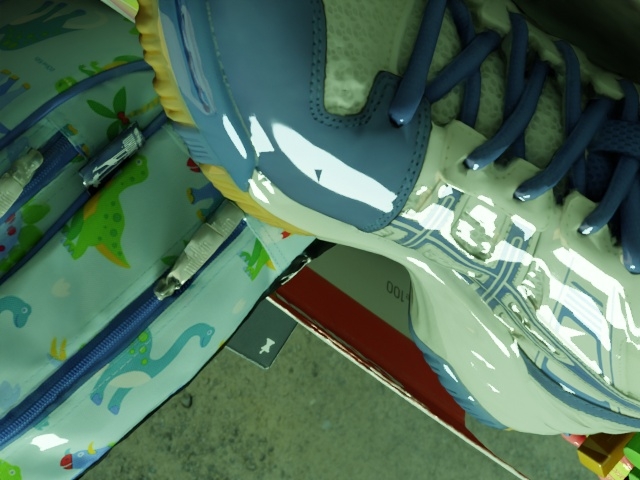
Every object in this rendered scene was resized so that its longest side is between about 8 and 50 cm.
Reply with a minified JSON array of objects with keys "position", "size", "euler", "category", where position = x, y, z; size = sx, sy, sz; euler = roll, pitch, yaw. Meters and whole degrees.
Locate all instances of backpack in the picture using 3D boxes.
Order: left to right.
[{"position":[-0.167,0.005,0.946],"size":[0.273,0.355,0.290],"euler":[37,177,-36],"category":"backpack"}]

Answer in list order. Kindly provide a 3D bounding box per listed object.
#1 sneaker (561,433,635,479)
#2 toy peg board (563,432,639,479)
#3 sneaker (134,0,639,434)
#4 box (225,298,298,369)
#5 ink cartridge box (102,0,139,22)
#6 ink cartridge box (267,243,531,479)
[{"position":[0.216,0.120,1.128],"size":[0.081,0.094,0.208],"euler":[37,175,-15],"category":"sneaker"},{"position":[0.164,0.091,0.977],"size":[0.160,0.079,0.161],"euler":[32,160,35],"category":"toy peg board"},{"position":[0.065,-0.030,0.534],"size":[0.131,0.112,0.296],"euler":[3,155,36],"category":"sneaker"},{"position":[-0.172,-0.054,1.747],"size":[0.294,0.183,0.296],"euler":[33,179,43],"category":"box"},{"position":[-0.043,-0.104,0.646],"size":[0.209,0.062,0.109],"euler":[34,176,-6],"category":"ink cartridge box"},{"position":[0.000,0.000,1.267],"size":[0.308,0.091,0.385],"euler":[37,-178,-28],"category":"ink cartridge box"}]
